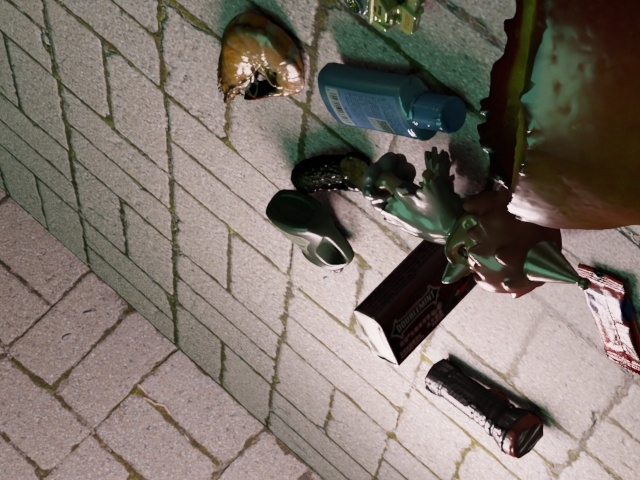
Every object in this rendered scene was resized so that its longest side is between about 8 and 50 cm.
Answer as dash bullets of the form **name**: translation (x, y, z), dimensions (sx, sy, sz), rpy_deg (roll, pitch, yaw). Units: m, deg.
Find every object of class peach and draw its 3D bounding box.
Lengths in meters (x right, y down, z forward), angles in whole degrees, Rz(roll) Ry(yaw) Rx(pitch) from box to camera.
- **peach**: translation (0.301, -0.194, 1.269), dimensions (0.335, 0.310, 0.406), rpy_deg (-94, 4, -61)

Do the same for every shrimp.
- **shrimp**: translation (-0.098, -0.267, 2.236), dimensions (0.152, 0.063, 0.287), rpy_deg (33, 157, 0)

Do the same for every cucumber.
- **cucumber**: translation (0.005, -0.110, 2.312), dimensions (0.067, 0.067, 0.245), rpy_deg (53, 158, -18)

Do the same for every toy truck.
- **toy truck**: translation (0.094, -0.322, 1.748), dimensions (0.100, 0.077, 0.169), rpy_deg (43, 157, 14)

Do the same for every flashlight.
- **flashlight**: translation (0.286, 0.290, 2.496), dimensions (0.232, 0.093, 0.093), rpy_deg (37, 158, 35)

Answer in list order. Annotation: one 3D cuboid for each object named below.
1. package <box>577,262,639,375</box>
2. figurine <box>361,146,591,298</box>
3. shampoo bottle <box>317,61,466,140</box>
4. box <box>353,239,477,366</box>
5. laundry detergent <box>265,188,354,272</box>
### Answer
- **package**: translation (0.420, 0.116, 2.008), dimensions (0.083, 0.022, 0.200), rpy_deg (23, 149, 43)
- **figurine**: translation (0.224, -0.004, 1.962), dimensions (0.387, 0.166, 0.207), rpy_deg (34, 173, 35)
- **shampoo bottle**: translation (0.102, -0.192, 1.986), dimensions (0.258, 0.061, 0.104), rpy_deg (18, 145, 50)
- **box**: translation (0.156, 0.077, 2.150), dimensions (0.069, 0.224, 0.120), rpy_deg (26, 150, 43)
- **laundry detergent**: translation (0.000, 0.000, 2.475), dimensions (0.144, 0.078, 0.222), rpy_deg (23, 162, 38)
